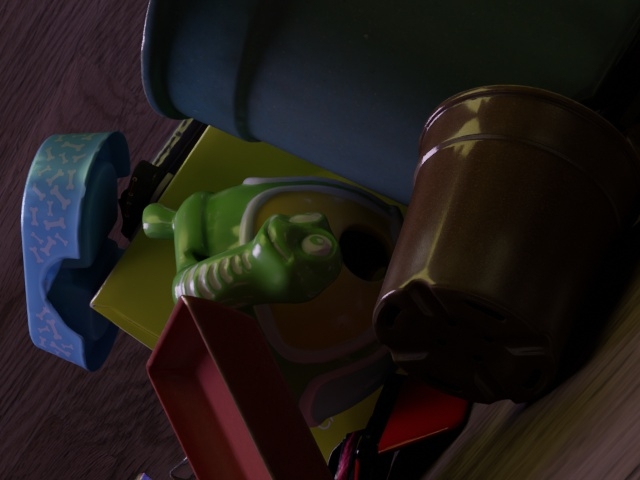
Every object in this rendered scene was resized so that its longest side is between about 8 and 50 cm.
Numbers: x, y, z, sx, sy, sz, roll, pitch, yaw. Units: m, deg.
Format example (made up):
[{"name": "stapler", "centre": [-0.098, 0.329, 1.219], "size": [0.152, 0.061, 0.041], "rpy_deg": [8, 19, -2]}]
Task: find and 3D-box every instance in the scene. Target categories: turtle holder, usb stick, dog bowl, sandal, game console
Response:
[{"name": "turtle holder", "centre": [-0.028, 0.034, 1.108], "size": [0.320, 0.228, 0.243], "rpy_deg": [68, -171, -49]}, {"name": "usb stick", "centre": [-0.127, -0.153, 1.433], "size": [0.278, 0.045, 0.077], "rpy_deg": [-53, 2, 7]}, {"name": "dog bowl", "centre": [-0.272, 0.009, 1.365], "size": [0.166, 0.074, 0.297], "rpy_deg": [-72, -9, -53]}, {"name": "sandal", "centre": [0.023, 0.224, 1.178], "size": [0.179, 0.040, 0.067], "rpy_deg": [-54, 0, -11]}, {"name": "game console", "centre": [0.083, 0.168, 1.029], "size": [0.144, 0.085, 0.124], "rpy_deg": [-54, -31, -65]}]

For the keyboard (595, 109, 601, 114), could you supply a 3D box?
[{"name": "keyboard", "centre": [0.278, -0.104, 1.151], "size": [0.192, 0.038, 0.100], "rpy_deg": [128, 155, -48]}]

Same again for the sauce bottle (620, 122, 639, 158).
[{"name": "sauce bottle", "centre": [0.219, -0.039, 0.951], "size": [0.042, 0.042, 0.128], "rpy_deg": [-54, 0, -40]}]

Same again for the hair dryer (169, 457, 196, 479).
[{"name": "hair dryer", "centre": [-0.068, 0.271, 1.811], "size": [0.293, 0.080, 0.223], "rpy_deg": [-39, -6, 16]}]

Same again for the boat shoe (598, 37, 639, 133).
[{"name": "boat shoe", "centre": [0.275, -0.131, 0.972], "size": [0.190, 0.068, 0.072], "rpy_deg": [-54, -11, 33]}]

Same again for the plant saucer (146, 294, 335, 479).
[{"name": "plant saucer", "centre": [-0.041, 0.174, 0.884], "size": [0.048, 0.259, 0.258], "rpy_deg": [-24, -10, -19]}]

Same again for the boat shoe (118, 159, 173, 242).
[{"name": "boat shoe", "centre": [-0.199, -0.043, 1.346], "size": [0.049, 0.042, 0.133], "rpy_deg": [-60, 3, -35]}]

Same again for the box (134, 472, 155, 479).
[{"name": "box", "centre": [-0.303, 0.541, 1.961], "size": [0.290, 0.177, 0.279], "rpy_deg": [-54, 2, -15]}]

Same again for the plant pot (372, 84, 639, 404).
[{"name": "plant pot", "centre": [0.120, 0.011, 0.830], "size": [0.165, 0.167, 0.167], "rpy_deg": [-63, 6, -34]}]

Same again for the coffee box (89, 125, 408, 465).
[{"name": "coffee box", "centre": [0.000, 0.000, 1.423], "size": [0.337, 0.338, 0.334], "rpy_deg": [-54, 1, 16]}]

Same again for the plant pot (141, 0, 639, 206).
[{"name": "plant pot", "centre": [0.082, -0.177, 1.036], "size": [0.341, 0.334, 0.341], "rpy_deg": [-56, -13, -19]}]
